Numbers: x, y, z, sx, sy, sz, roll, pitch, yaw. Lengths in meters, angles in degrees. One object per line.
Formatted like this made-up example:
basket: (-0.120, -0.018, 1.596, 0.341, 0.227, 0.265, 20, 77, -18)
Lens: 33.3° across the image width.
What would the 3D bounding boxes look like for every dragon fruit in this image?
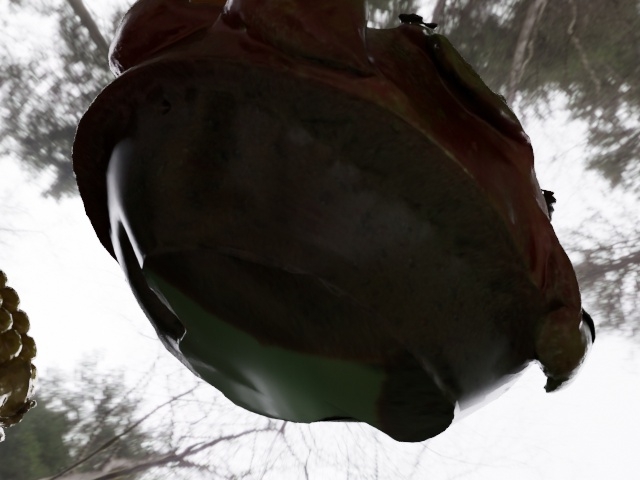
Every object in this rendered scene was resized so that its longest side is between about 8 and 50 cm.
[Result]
dragon fruit: (0.000, 0.000, 0.538, 0.268, 0.295, 0.130, 0, -128, 23)

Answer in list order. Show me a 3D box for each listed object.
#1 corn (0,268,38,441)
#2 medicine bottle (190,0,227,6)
corn: (-0.304, -0.034, 0.627, 0.144, 0.144, 0.387, -32, -79, -4)
medicine bottle: (-0.079, -0.289, 0.886, 0.149, 0.112, 0.222, -11, -55, 2)
